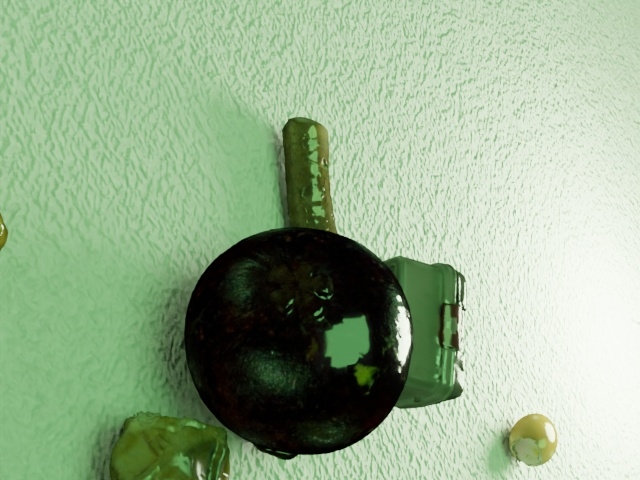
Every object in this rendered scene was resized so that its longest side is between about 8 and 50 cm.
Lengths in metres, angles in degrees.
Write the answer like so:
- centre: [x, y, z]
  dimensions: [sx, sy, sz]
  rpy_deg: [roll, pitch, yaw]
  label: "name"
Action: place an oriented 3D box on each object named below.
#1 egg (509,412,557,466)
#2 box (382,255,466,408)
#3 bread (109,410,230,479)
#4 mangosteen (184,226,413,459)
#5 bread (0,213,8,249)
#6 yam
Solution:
- centre: [0.364, 0.336, 1.510]
  dimensions: [0.096, 0.080, 0.080]
  rpy_deg: [-34, 102, -47]
  label: "egg"
- centre: [0.128, 0.134, 1.294]
  dimensions: [0.129, 0.148, 0.210]
  rpy_deg: [17, 64, -29]
  label: "box"
- centre: [-0.170, 0.317, 0.939]
  dimensions: [0.152, 0.130, 0.268]
  rpy_deg: [33, 55, -45]
  label: "bread"
- centre: [-0.026, 0.125, 1.064]
  dimensions: [0.288, 0.288, 0.288]
  rpy_deg: [17, 65, -41]
  label: "mangosteen"
- centre: [-0.449, -0.023, 0.755]
  dimensions: [0.344, 0.149, 0.195]
  rpy_deg: [-12, 74, -46]
  label: "bread"
- centre: [0.000, 0.000, 1.255]
  dimensions: [0.081, 0.081, 0.357]
  rpy_deg: [2, 77, -45]
  label: "yam"
